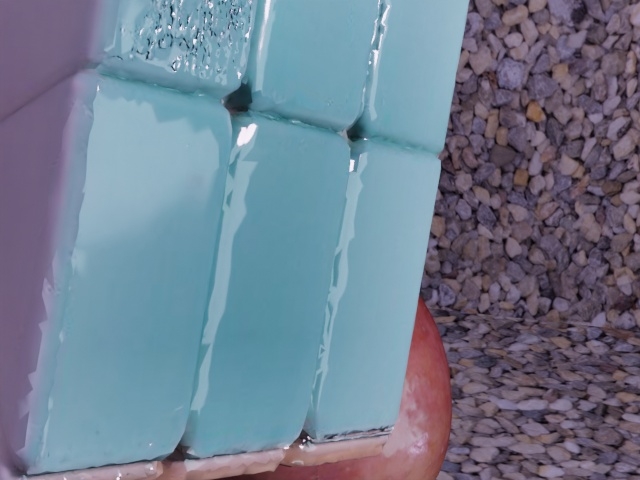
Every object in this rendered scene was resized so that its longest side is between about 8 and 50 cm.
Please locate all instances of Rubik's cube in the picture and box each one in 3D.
[{"bbox_3d":[-0.098,-0.039,0.490,0.224,0.221,0.231,7,93,-55],"label":"Rubik's cube"}]

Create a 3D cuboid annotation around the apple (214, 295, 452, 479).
[{"bbox_3d":[-0.053,0.126,0.903,0.235,0.306,0.306,-24,121,-61],"label":"apple"}]
